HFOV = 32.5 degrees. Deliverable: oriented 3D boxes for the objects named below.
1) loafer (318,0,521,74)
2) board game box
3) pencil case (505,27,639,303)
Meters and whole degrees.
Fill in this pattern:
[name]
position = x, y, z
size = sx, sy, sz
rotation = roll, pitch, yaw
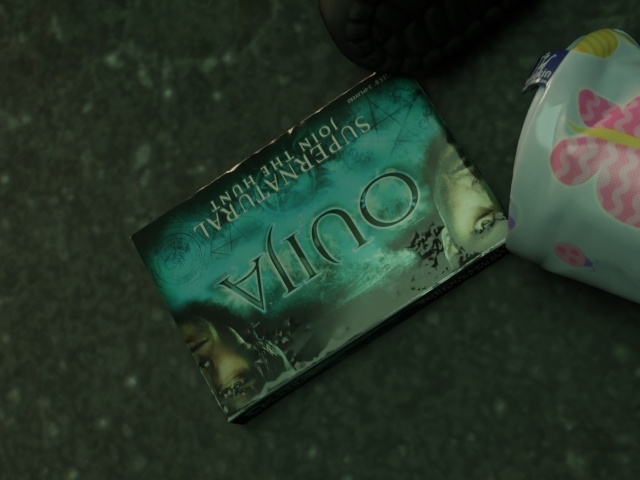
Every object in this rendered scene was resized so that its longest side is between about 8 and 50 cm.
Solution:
[loafer]
position = 0.130, -0.245, 0.566
size = 0.366, 0.134, 0.130
rotation = -35, 59, 3
[board game box]
position = 0.000, 0.000, 0.606
size = 0.186, 0.026, 0.126
rotation = -34, 69, 7
[pencil case]
position = 0.220, -0.006, 0.495
size = 0.273, 0.113, 0.124
rotation = 24, 58, 21
